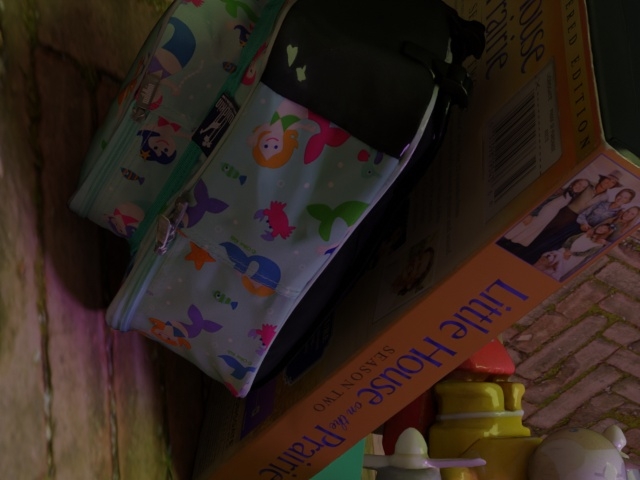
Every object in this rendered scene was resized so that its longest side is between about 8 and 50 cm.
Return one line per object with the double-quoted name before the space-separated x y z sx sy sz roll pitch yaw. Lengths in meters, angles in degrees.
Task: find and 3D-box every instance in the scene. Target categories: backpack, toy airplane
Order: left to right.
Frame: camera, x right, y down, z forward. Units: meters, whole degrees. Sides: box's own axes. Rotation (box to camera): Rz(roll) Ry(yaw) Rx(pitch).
"backpack" -0.039 -0.042 0.692 0.225 0.191 0.253 -70 -175 -60
"toy airplane" 0.171 0.273 1.068 0.384 0.272 0.386 49 38 -12

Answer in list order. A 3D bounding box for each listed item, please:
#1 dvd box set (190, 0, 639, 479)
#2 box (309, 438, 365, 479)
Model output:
"dvd box set" 0.059 -0.024 0.792 0.062 0.420 0.308 29 40 -20
"box" -0.015 0.160 0.908 0.060 0.100 0.244 32 38 -19
